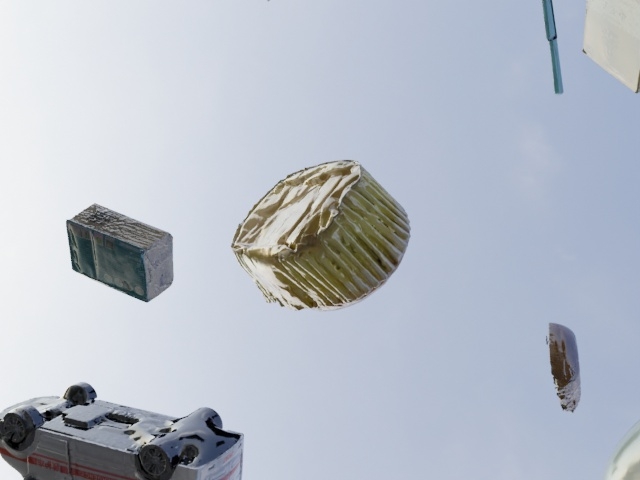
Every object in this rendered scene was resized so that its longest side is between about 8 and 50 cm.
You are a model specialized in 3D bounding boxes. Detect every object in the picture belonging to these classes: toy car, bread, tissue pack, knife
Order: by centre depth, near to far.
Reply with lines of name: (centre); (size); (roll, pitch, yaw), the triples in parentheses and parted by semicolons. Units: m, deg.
knife: (0.176, -0.156, 0.556); (0.005, 0.014, 0.091); (-1, -78, 45)
toy car: (-0.167, 0.188, 0.590); (0.210, 0.089, 0.108); (7, -80, 19)
bread: (0.000, 0.000, 0.936); (0.250, 0.133, 0.179); (-10, -135, 52)
bread: (0.399, 0.201, 1.177); (0.044, 0.129, 0.126); (-13, -53, 20)
tissue pack: (-0.342, 0.020, 1.249); (0.169, 0.082, 0.120); (19, -52, 19)

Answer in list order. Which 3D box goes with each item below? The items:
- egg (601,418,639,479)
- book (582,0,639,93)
egg: (0.251, 0.136, 0.365); (0.209, 0.151, 0.151); (-2, -91, 9)
book: (0.453, -0.336, 1.107); (0.016, 0.198, 0.138); (-27, -129, -7)
